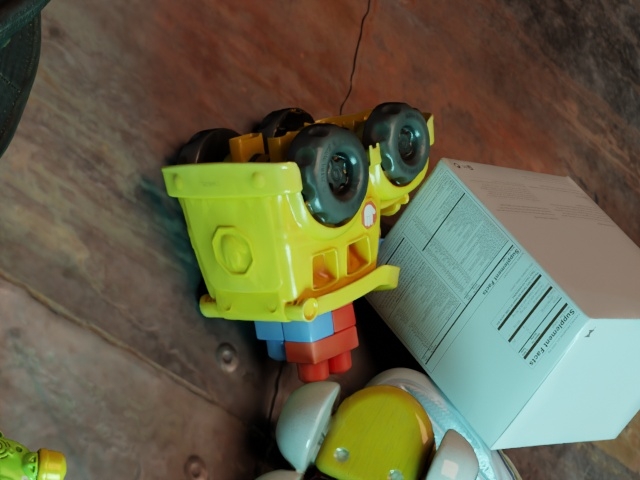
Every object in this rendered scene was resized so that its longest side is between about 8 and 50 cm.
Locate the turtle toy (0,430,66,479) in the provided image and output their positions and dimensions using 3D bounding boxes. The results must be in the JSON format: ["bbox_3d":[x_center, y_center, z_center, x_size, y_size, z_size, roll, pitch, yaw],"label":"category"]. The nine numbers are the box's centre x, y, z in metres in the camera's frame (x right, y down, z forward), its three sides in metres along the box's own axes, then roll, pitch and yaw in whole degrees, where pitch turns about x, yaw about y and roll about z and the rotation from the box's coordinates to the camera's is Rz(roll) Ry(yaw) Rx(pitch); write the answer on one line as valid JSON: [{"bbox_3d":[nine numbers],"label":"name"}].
[{"bbox_3d":[-0.224,0.190,1.100,0.095,0.066,0.130,10,71,-18],"label":"turtle toy"}]

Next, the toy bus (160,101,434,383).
[{"bbox_3d":[0.000,0.000,1.345,0.220,0.149,0.211,-24,107,-49],"label":"toy bus"}]

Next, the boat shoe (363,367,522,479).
[{"bbox_3d":[0.130,0.231,1.432,0.302,0.109,0.094,55,13,-12],"label":"boat shoe"}]

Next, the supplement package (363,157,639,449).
[{"bbox_3d":[0.181,0.054,1.420,0.194,0.149,0.203,4,38,-47],"label":"supplement package"}]

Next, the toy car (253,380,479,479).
[{"bbox_3d":[0.031,0.205,1.307,0.136,0.159,0.182,66,47,-77],"label":"toy car"}]

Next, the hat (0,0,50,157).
[{"bbox_3d":[-0.256,-0.183,1.113,0.331,0.134,0.331,22,64,-56],"label":"hat"}]
